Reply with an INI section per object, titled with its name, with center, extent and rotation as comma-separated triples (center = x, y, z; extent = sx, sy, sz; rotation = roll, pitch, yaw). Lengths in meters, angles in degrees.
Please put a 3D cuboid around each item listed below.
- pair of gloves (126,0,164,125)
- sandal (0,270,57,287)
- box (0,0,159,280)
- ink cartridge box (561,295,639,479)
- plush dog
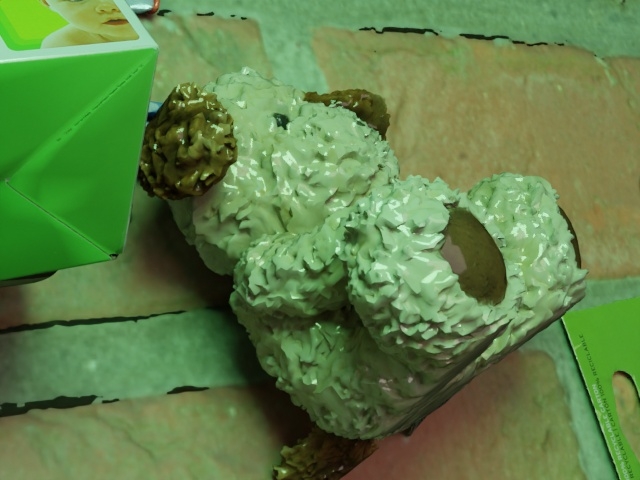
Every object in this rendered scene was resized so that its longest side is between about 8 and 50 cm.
[pair of gloves]
center = -0.154, -0.109, 0.753
extent = 0.159, 0.023, 0.198
rotation = -1, 71, -34
[sandal]
center = -0.261, 0.023, 0.586
extent = 0.303, 0.086, 0.120
rotation = -17, 45, -39
[box]
center = -0.239, -0.085, 0.553
extent = 0.262, 0.126, 0.231
rotation = -10, 48, -30
[ink cartridge box]
center = 0.319, 0.105, 0.938
extent = 0.255, 0.097, 0.188
rotation = -9, 77, -37
[plush dog]
center = 0.000, 0.000, 0.741
extent = 0.225, 0.210, 0.262
rotation = 53, 22, 13
